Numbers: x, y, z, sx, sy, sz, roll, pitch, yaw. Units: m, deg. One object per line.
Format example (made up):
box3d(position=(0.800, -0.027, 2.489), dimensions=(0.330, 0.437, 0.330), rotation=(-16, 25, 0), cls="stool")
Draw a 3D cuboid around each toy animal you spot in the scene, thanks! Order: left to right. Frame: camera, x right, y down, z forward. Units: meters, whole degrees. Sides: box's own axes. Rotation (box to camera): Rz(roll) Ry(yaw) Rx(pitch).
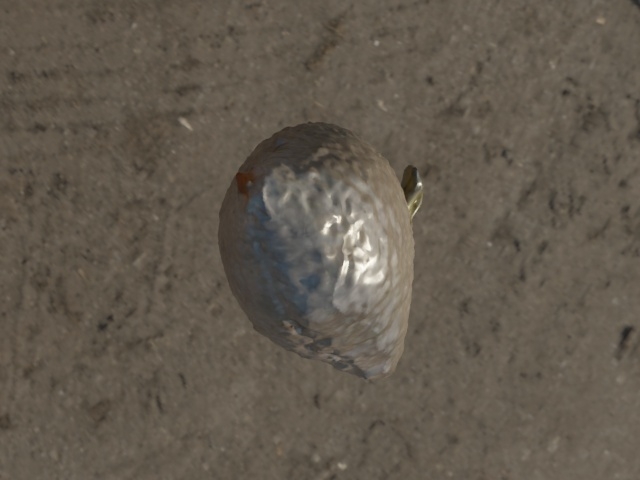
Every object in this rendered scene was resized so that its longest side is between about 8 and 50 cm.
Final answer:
box3d(position=(-0.002, -0.003, 1.106), dimensions=(0.358, 0.188, 0.227), rotation=(56, 36, -61), cls="toy animal")
